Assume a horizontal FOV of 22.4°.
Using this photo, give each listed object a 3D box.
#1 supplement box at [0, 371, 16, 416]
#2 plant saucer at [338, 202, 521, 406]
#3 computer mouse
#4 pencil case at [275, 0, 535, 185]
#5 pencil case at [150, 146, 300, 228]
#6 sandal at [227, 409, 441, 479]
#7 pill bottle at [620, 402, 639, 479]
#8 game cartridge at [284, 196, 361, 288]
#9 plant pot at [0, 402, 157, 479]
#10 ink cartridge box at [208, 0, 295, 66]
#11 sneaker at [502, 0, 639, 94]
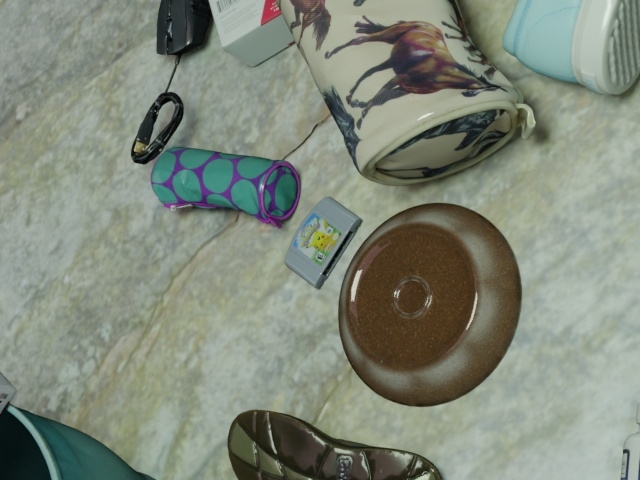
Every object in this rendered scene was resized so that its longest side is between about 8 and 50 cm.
[{"bbox_3d":[-0.391,0.202,1.432,0.073,0.130,0.239,39,100,34],"label":"supplement box"},{"bbox_3d":[0.093,0.056,1.527,0.199,0.036,0.198,-9,73,30],"label":"plant saucer"},{"bbox_3d":[-0.166,-0.193,1.733,0.071,0.041,0.242,-7,60,36],"label":"computer mouse"},{"bbox_3d":[0.052,-0.239,1.545,0.184,0.160,0.410,-27,67,6],"label":"pencil case"},{"bbox_3d":[-0.098,-0.056,1.666,0.152,0.064,0.070,8,80,34],"label":"pencil case"},{"bbox_3d":[0.015,0.215,1.525,0.219,0.060,0.090,7,86,20],"label":"sandal"},{"bbox_3d":[0.283,0.197,1.343,0.067,0.067,0.120,0,77,33],"label":"pill bottle"},{"bbox_3d":[0.000,0.000,1.616,0.056,0.017,0.083,36,97,39],"label":"game cartridge"},{"bbox_3d":[-0.271,0.301,1.562,0.272,0.255,0.271,-10,71,30],"label":"plant pot"},{"bbox_3d":[-0.063,-0.278,1.706,0.109,0.063,0.150,-28,62,23],"label":"ink cartridge box"},{"bbox_3d":[0.256,-0.321,1.467,0.150,0.135,0.365,18,86,32],"label":"sneaker"}]
